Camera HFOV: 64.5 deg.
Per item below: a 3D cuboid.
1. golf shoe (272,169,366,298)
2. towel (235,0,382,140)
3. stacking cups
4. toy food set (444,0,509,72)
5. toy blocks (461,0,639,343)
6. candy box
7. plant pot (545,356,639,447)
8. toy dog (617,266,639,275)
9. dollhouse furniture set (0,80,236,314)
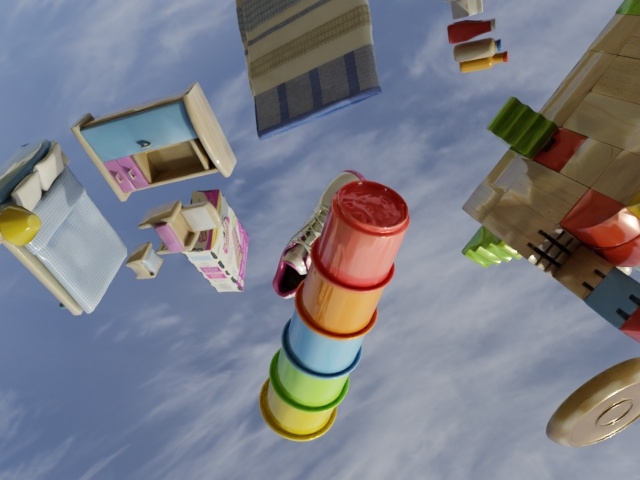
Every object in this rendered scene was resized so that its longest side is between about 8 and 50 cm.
[{"bbox_3d":[0.000,0.000,1.023,0.115,0.140,0.306,34,-64,18],"label":"golf shoe"},{"bbox_3d":[-0.026,-0.292,0.664,0.209,0.034,0.284,-13,-97,37],"label":"towel"},{"bbox_3d":[0.012,0.080,0.499,0.096,0.316,0.096,11,-139,-9],"label":"stacking cups"},{"bbox_3d":[0.329,-0.470,1.072,0.105,0.232,0.111,-1,-150,28],"label":"toy food set"},{"bbox_3d":[0.336,-0.076,0.541,0.381,0.191,0.261,-54,-152,13],"label":"toy blocks"},{"bbox_3d":[-0.240,0.007,1.200,0.071,0.233,0.159,-3,-117,10],"label":"candy box"},{"bbox_3d":[0.510,0.296,0.895,0.236,0.236,0.032,-34,-138,6],"label":"plant pot"},{"bbox_3d":[0.577,-0.092,0.775,0.285,0.395,0.408,28,-140,24],"label":"toy dog"},{"bbox_3d":[-0.247,-0.024,0.694,0.198,0.286,0.303,-10,-141,18],"label":"dollhouse furniture set"}]
